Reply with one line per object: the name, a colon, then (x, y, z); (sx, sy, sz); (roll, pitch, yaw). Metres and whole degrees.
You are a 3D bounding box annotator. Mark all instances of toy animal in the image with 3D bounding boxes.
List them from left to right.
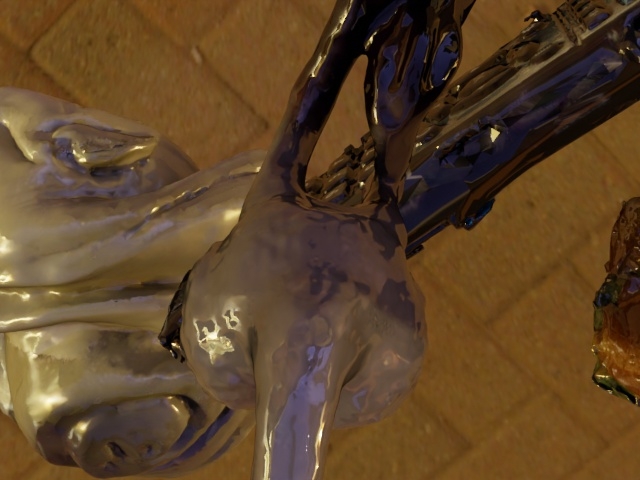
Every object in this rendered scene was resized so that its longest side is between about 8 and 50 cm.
toy animal: (-0.005, 0.023, 0.471); (0.091, 0.324, 0.195); (12, 145, 2)

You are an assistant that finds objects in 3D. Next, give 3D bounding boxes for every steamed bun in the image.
steamed bun: (-0.155, 0.070, 1.059); (0.347, 0.237, 0.394); (-19, 135, 40)

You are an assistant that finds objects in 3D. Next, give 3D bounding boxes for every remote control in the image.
remote control: (0.081, -0.052, 0.742); (0.399, 0.144, 0.062); (-34, 104, 14)

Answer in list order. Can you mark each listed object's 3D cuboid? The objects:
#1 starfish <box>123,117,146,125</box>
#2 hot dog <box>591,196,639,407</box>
starfish: (-0.381, -0.108, 1.248); (0.432, 0.082, 0.324); (36, 114, -7)
hot dog: (0.221, 0.021, 0.479); (0.072, 0.269, 0.115); (14, 82, -49)
